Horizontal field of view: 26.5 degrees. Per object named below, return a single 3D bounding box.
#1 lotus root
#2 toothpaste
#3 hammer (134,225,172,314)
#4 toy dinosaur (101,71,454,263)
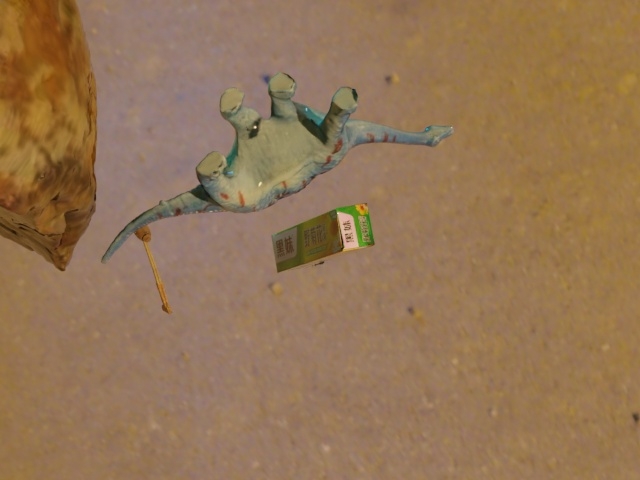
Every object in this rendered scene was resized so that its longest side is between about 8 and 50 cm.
[{"bbox_3d":[-0.212,-0.127,0.632,0.314,0.210,0.142,34,81,9],"label":"lotus root"},{"bbox_3d":[0.000,0.000,1.335,0.037,0.178,0.043,-10,86,-23],"label":"toothpaste"},{"bbox_3d":[-0.154,0.028,1.270,0.014,0.123,0.029,-27,49,-14],"label":"hammer"},{"bbox_3d":[-0.038,-0.076,1.125,0.329,0.144,0.076,-22,60,-11],"label":"toy dinosaur"}]
